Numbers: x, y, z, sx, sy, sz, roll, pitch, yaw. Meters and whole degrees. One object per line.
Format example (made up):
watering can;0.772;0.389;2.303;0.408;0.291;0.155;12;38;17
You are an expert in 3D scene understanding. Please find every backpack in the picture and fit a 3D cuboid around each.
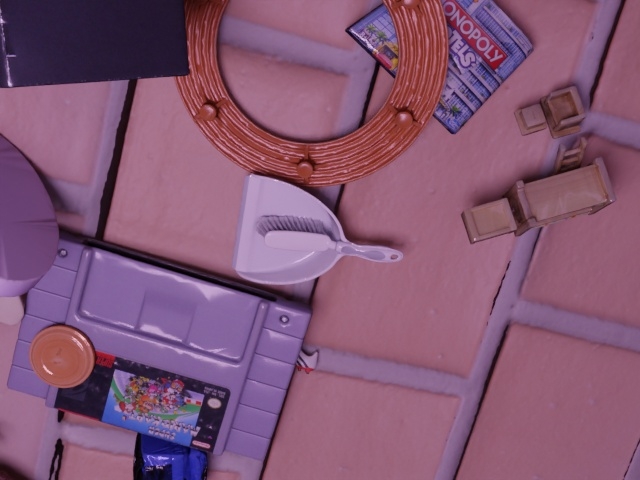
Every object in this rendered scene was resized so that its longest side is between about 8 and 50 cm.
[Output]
backpack;-0.206;0.325;1.029;0.101;0.098;0.120;4;104;-9

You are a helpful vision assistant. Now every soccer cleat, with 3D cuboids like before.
soccer cleat;-0.043;0.155;1.034;0.083;0.029;0.035;20;87;-8

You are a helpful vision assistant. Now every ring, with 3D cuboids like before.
ring;-0.018;-0.216;0.891;0.336;0.032;0.336;3;115;6

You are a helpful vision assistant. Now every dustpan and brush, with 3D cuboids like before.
dustpan and brush;0.000;0.000;0.972;0.211;0.060;0.147;5;115;-12

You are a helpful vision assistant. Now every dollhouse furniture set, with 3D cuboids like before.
dollhouse furniture set;0.254;-0.091;0.977;0.182;0.101;0.161;-16;81;0

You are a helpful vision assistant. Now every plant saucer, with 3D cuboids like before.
plant saucer;-0.327;0.147;0.953;0.083;0.013;0.083;0;102;1

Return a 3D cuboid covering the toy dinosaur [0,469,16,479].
toy dinosaur;-0.458;0.337;1.004;0.295;0.127;0.200;35;93;-18

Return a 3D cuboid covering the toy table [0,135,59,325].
toy table;-0.416;0.001;0.854;0.252;0.274;0.161;35;109;-33

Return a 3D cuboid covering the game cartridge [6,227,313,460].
game cartridge;-0.211;0.143;0.986;0.355;0.068;0.230;17;99;-3

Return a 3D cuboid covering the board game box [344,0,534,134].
board game box;0.166;-0.262;0.922;0.194;0.060;0.194;41;99;-13

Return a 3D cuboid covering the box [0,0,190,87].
box;-0.302;-0.309;0.716;0.179;0.343;0.312;-15;110;-42
